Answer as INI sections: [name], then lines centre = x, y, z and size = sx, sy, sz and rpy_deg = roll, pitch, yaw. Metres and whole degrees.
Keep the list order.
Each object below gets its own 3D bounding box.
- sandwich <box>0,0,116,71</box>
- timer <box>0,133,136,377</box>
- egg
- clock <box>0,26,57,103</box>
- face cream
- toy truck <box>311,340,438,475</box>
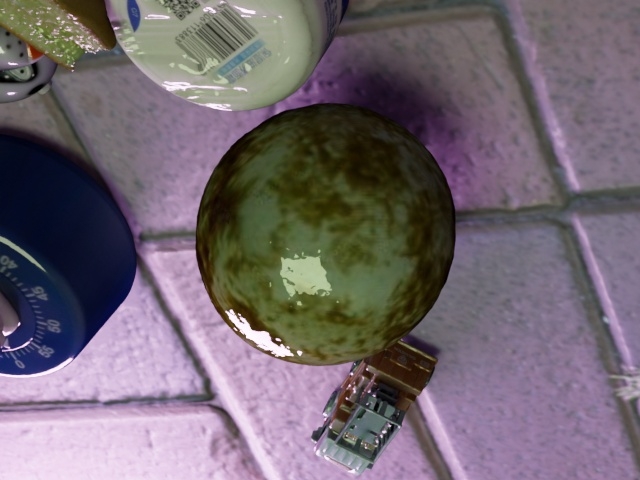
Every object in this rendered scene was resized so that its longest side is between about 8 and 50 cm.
[sandwich]
centre = -0.263, -0.270, 1.362
size = 0.094, 0.096, 0.258
rpy_deg = -16, 93, 51
[timer]
centre = -0.379, 0.103, 1.626
size = 0.270, 0.383, 0.270
rpy_deg = 13, 136, 13
[egg]
centre = 0.000, 0.000, 1.475
size = 0.238, 0.238, 0.289
rpy_deg = 29, 157, -5
[clock]
centre = -0.343, -0.217, 1.469
size = 0.189, 0.189, 0.254
rpy_deg = -26, 124, 39
[face cream]
centre = -0.084, -0.216, 1.393
size = 0.206, 0.111, 0.206
rpy_deg = 13, 135, 14
[toy truck]
centre = 0.050, 0.191, 1.717
size = 0.080, 0.115, 0.177
rpy_deg = 27, 138, -3
